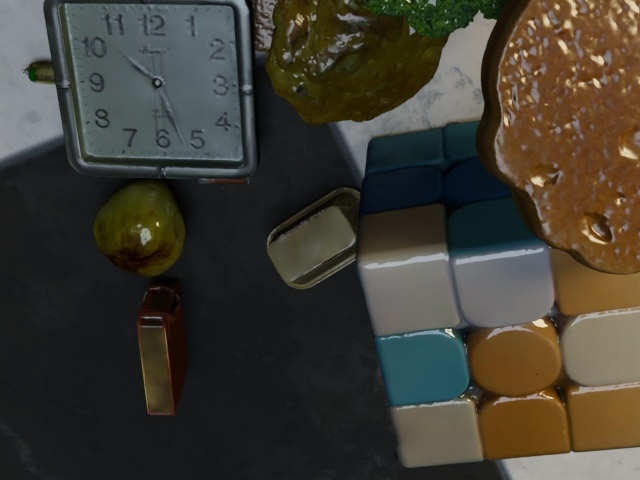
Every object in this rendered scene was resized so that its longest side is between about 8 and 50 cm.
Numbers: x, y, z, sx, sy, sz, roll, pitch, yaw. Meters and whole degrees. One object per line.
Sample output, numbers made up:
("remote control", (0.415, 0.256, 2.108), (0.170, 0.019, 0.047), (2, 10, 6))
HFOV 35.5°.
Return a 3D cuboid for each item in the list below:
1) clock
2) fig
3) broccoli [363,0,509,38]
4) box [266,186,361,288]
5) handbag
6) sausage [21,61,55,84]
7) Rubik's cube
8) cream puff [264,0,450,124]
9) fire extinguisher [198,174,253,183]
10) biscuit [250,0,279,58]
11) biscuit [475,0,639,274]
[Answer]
("clock", (-0.221, -0.211, 1.355), (0.274, 0.049, 0.278), (2, 121, 4))
("fig", (-0.265, -0.016, 1.483), (0.136, 0.120, 0.153), (27, 121, -17))
("broccoli", (0.227, -0.395, 1.094), (0.321, 0.310, 0.413), (27, 88, -2))
("box", (0.000, 0.000, 1.484), (0.177, 0.111, 0.111), (-31, 114, 19))
("handbag", (-0.251, 0.167, 1.595), (0.063, 0.127, 0.190), (2, 123, 3))
("sausage", (-0.287, -0.229, 1.401), (0.269, 0.033, 0.032), (5, 123, 4))
("Rubik's cube", (0.248, 0.056, 1.342), (0.345, 0.346, 0.346), (-8, 122, 10))
("cream puff", (0.038, -0.252, 1.249), (0.244, 0.196, 0.244), (0, 134, 0))
("fire extinguisher", (-0.138, -0.097, 1.477), (0.083, 0.022, 0.028), (0, 92, 6))
("biscuit", (-0.110, -0.343, 1.308), (0.162, 0.035, 0.250), (-24, 118, 14))
("biscuit", (0.343, -0.136, 1.021), (0.381, 0.074, 0.359), (37, 104, -18))
